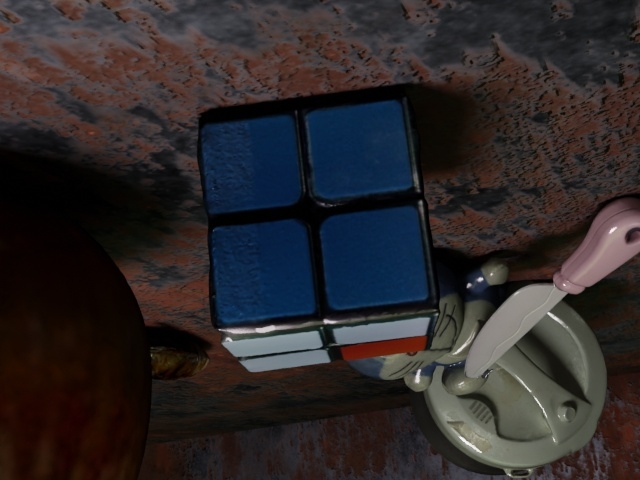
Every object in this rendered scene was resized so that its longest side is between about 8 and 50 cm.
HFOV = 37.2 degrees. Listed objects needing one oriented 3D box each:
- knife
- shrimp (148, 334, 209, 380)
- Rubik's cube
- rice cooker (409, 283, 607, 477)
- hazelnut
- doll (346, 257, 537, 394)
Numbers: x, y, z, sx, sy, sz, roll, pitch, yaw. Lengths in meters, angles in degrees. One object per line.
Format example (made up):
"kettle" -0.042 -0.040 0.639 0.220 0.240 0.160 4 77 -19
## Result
"knife" 0.265 0.071 1.133 0.081 0.043 0.336 17 129 -30
"shrimp" -0.312 0.191 1.515 0.233 0.071 0.365 -4 170 12
"Rubik's cube" 0.001 0.000 0.773 0.167 0.184 0.180 -6 162 2
"rice cooker" 0.277 0.213 1.456 0.288 0.289 0.277 -6 162 -2
"hazelnut" -0.364 0.130 0.795 0.402 0.402 0.429 -16 167 29
"doll" 0.140 0.102 1.233 0.258 0.154 0.228 1 130 -48
